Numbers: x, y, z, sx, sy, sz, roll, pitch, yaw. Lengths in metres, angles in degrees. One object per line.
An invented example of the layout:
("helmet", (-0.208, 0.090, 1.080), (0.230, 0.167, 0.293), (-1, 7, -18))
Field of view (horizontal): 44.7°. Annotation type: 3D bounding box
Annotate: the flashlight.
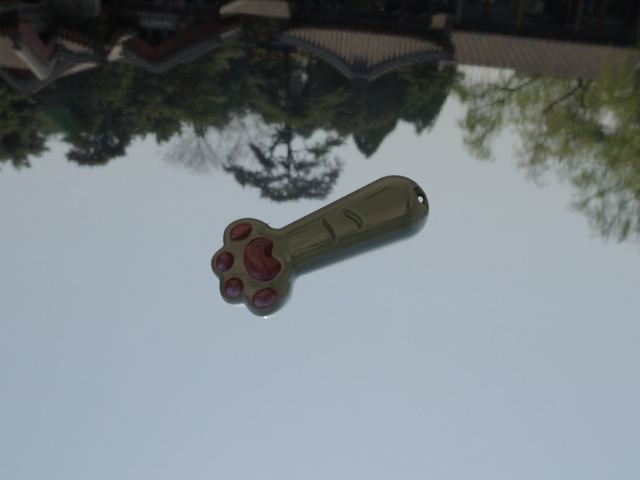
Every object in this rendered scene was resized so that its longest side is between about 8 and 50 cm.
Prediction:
("flashlight", (0.000, 0.000, 0.684), (0.200, 0.093, 0.047), (-22, 165, 5))
